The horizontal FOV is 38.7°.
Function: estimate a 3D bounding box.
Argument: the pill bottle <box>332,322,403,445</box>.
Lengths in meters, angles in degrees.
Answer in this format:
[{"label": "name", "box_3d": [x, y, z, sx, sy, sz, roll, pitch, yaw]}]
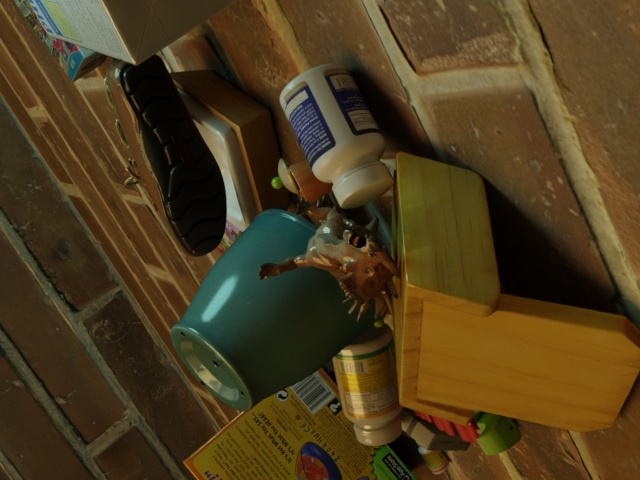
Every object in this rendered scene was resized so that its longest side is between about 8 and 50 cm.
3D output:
[{"label": "pill bottle", "box_3d": [0.089, 0.260, 1.654, 0.117, 0.118, 0.208, 16, 122, 57]}]

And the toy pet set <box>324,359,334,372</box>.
[{"label": "toy pet set", "box_3d": [0.036, 0.234, 2.024, 0.114, 0.065, 0.122, -91, -21, -64]}]

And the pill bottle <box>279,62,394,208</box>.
[{"label": "pill bottle", "box_3d": [0.027, -0.145, 1.292, 0.186, 0.112, 0.112, 65, 162, 15]}]

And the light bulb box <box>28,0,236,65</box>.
[{"label": "light bulb box", "box_3d": [-0.355, -0.501, 1.423, 0.361, 0.225, 0.358, 27, 148, 49]}]

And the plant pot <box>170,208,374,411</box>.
[{"label": "plant pot", "box_3d": [-0.095, 0.132, 1.497, 0.272, 0.255, 0.271, 34, 150, 23]}]

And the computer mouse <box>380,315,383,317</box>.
[{"label": "computer mouse", "box_3d": [0.086, 0.134, 1.756, 0.106, 0.042, 0.193, 45, 157, 22]}]

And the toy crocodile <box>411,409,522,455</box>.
[{"label": "toy crocodile", "box_3d": [0.232, 0.296, 1.624, 0.340, 0.105, 0.115, 16, 138, 57]}]

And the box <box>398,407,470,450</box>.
[{"label": "box", "box_3d": [0.187, 0.340, 1.769, 0.186, 0.038, 0.145, 33, -169, 40]}]

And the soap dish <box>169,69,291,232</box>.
[{"label": "soap dish", "box_3d": [-0.171, -0.166, 1.712, 0.229, 0.118, 0.291, 37, 154, 35]}]

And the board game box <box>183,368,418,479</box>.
[{"label": "board game box", "box_3d": [-0.038, 0.517, 2.070, 0.356, 0.356, 0.356, 49, 173, 10]}]

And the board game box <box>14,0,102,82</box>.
[{"label": "board game box", "box_3d": [-0.595, -0.530, 2.047, 0.303, 0.097, 0.224, 55, 159, -9]}]

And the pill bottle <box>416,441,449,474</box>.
[{"label": "pill bottle", "box_3d": [0.237, 0.453, 1.941, 0.083, 0.043, 0.043, 57, 158, -12]}]

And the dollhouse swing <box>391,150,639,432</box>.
[{"label": "dollhouse swing", "box_3d": [0.260, 0.081, 1.299, 0.347, 0.305, 0.315, 84, -176, -54]}]

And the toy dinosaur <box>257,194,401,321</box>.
[{"label": "toy dinosaur", "box_3d": [0.053, 0.028, 1.297, 0.200, 0.127, 0.296, 23, -168, 22]}]

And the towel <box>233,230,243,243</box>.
[{"label": "towel", "box_3d": [-0.055, 0.052, 1.726, 0.237, 0.102, 0.021, 23, 113, -4]}]

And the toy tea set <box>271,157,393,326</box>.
[{"label": "toy tea set", "box_3d": [0.000, 0.000, 1.545, 0.336, 0.124, 0.200, 63, 178, -22]}]

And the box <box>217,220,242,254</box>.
[{"label": "box", "box_3d": [-0.164, 0.012, 2.055, 0.293, 0.057, 0.201, 43, 156, 22]}]

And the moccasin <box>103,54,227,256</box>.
[{"label": "moccasin", "box_3d": [-0.279, -0.146, 1.614, 0.147, 0.139, 0.380, 13, 135, 59]}]
